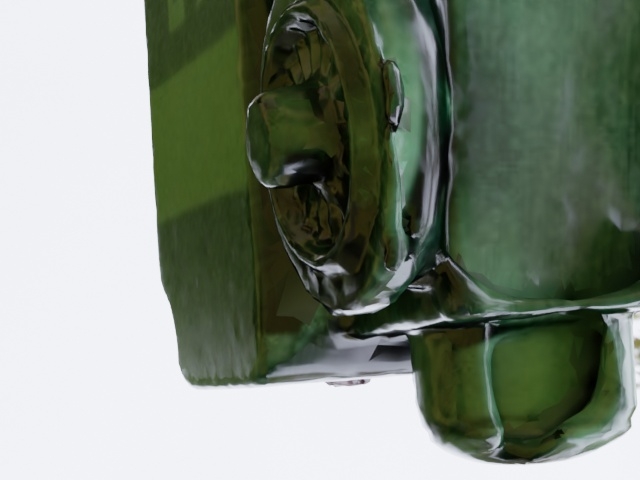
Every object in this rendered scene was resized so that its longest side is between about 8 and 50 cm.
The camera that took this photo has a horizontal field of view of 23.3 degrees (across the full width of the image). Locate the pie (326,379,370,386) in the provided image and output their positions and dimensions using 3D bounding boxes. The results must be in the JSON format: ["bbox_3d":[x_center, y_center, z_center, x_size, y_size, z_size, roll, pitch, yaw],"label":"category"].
[{"bbox_3d":[0.000,0.000,0.760,0.036,0.154,0.154,-12,-117,23],"label":"pie"}]

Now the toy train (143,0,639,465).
[{"bbox_3d":[0.036,-0.084,0.475,0.238,0.167,0.299,166,-78,-69],"label":"toy train"}]
